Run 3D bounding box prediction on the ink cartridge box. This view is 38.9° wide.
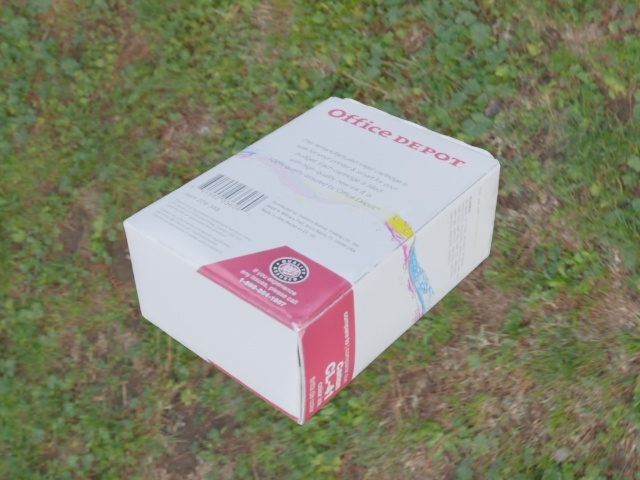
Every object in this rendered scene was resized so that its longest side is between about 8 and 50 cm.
[{"bbox_3d":[0.000,0.000,0.886,0.226,0.306,0.131,28,136,32],"label":"ink cartridge box"}]
